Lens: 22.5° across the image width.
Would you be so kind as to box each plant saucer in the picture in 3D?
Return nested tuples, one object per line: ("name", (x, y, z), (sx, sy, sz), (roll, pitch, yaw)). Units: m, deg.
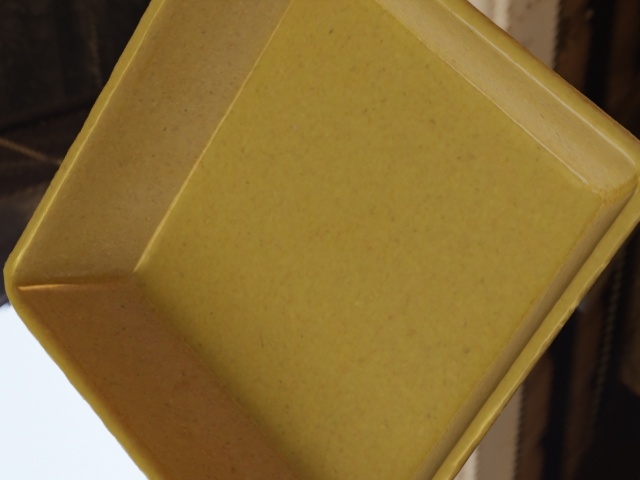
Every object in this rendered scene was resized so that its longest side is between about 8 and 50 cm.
("plant saucer", (0.000, 0.000, 0.897), (0.081, 0.333, 0.333), (4, -55, -51))
